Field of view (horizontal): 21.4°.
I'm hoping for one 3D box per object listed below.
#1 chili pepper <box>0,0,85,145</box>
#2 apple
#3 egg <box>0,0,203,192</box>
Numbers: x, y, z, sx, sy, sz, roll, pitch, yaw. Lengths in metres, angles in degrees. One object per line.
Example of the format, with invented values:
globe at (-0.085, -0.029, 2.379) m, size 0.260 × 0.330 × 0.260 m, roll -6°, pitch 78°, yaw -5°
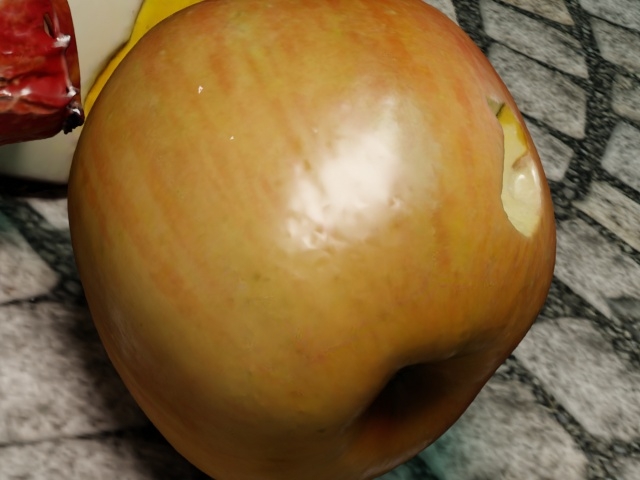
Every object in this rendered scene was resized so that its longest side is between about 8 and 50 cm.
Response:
chili pepper at (-0.254, -0.103, 0.840) m, size 0.253 × 0.144 × 0.136 m, roll -13°, pitch 34°, yaw -14°
apple at (0.000, 0.000, 0.841) m, size 0.242 × 0.242 × 0.241 m, roll 6°, pitch 42°, yaw -35°
egg at (-0.173, -0.192, 1.037) m, size 0.337 × 0.201 × 0.337 m, roll 22°, pitch 28°, yaw -13°
